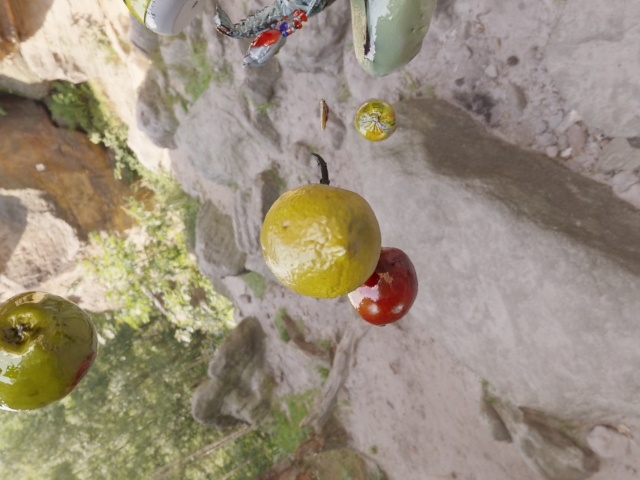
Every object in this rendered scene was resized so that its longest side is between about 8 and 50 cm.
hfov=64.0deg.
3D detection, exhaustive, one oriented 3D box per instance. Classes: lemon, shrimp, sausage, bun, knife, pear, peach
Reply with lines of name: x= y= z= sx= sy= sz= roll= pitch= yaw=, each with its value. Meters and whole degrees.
lemon: x=0.005 y=0.002 z=0.998 sx=0.253 sy=0.228 sz=0.228 roll=20 pitch=127 yaw=50
shrimp: x=-0.080 y=-0.636 z=1.326 sx=0.166 sy=0.410 sz=0.221 roll=49 pitch=-169 yaw=-46
sausage: x=0.162 y=-0.359 z=1.516 sx=0.347 sy=0.123 sz=0.123 roll=-74 pitch=-30 yaw=-74
bun: x=0.171 y=-0.530 z=1.167 sx=0.293 sy=0.187 sz=0.293 roll=175 pitch=90 yaw=-86
knife: x=0.012 y=-0.165 z=1.493 sx=0.021 sy=0.045 sz=0.222 roll=121 pitch=140 yaw=-57
pear: x=-0.713 y=0.290 z=1.287 sx=0.287 sy=0.287 sz=0.375 roll=60 pitch=150 yaw=15
peach: x=0.148 y=0.112 z=1.240 sx=0.197 sy=0.197 sz=0.197 roll=42 pitch=144 yaw=42

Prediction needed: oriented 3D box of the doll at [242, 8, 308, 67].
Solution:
doll: x=-0.116 y=-0.486 z=1.242 sx=0.104 sy=0.194 sz=0.062 roll=46 pitch=177 yaw=27

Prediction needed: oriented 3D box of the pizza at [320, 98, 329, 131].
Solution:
pizza: x=0.013 y=-0.419 z=1.652 sx=0.099 sy=0.029 sz=0.100 roll=84 pitch=-175 yaw=-67

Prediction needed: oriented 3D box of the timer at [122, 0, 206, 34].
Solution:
timer: x=-0.439 y=-0.717 z=1.351 sx=0.285 sy=0.285 sz=0.285 roll=42 pitch=144 yaw=42
